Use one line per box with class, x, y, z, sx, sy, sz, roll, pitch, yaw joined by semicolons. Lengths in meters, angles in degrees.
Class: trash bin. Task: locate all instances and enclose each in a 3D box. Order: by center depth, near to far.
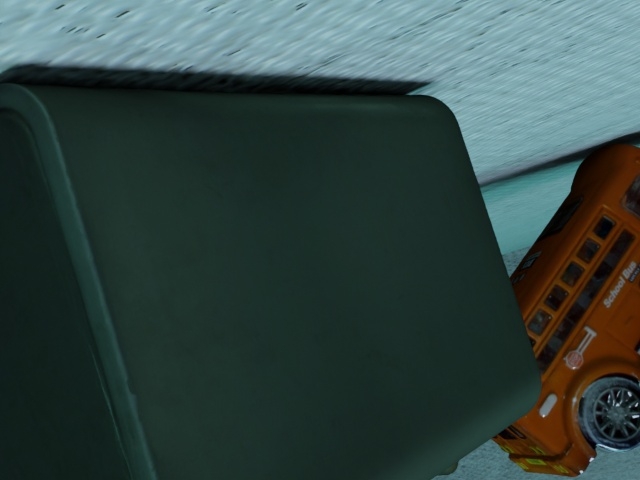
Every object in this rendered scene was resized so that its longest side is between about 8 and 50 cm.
trash bin;-0.030;0.034;0.435;0.122;0.164;0.240;-21;174;36

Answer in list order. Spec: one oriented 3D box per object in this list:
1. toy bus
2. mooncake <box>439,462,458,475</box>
toy bus;0.245;0.034;0.982;0.329;0.153;0.143;-52;-179;-12
mooncake;0.033;0.089;0.921;0.124;0.228;0.228;-23;177;-16
